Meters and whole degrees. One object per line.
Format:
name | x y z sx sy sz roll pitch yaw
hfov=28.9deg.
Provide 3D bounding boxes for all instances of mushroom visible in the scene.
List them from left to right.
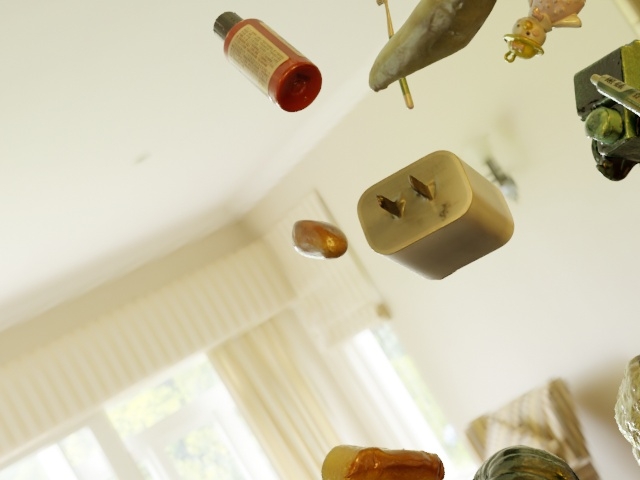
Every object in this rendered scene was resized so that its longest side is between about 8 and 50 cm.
mushroom | 0.189 -0.339 1.962 0.333 0.107 0.087 -51 5 46

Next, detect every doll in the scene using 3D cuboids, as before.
doll | 0.381 -0.384 2.099 0.207 0.129 0.081 -51 -26 7

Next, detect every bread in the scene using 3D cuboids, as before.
bread | 0.108 0.385 2.015 0.094 0.102 0.245 0 -11 43

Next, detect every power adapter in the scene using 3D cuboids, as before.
power adapter | 0.168 -0.044 1.933 0.187 0.124 0.255 -30 -27 20

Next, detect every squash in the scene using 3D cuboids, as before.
squash | 0.259 0.380 1.660 0.218 0.172 0.218 -48 -21 -25

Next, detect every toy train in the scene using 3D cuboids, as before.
toy train | 0.591 -0.218 2.183 0.299 0.238 0.167 12 -25 -31

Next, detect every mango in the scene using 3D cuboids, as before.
mango | 0.000 0.000 1.961 0.080 0.060 0.114 8 4 -27

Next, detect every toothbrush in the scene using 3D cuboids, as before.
toothbrush | 0.139 -0.367 2.349 0.024 0.257 0.018 -24 -16 37

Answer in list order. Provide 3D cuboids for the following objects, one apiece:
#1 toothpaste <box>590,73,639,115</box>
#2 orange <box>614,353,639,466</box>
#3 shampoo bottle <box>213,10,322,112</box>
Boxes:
toothpaste | 0.504 -0.226 1.996 0.049 0.204 0.031 -36 -50 -8
orange | 0.627 0.322 1.960 0.271 0.369 0.210 -62 -5 -61
shampoo bottle | -0.112 -0.349 2.334 0.104 0.278 0.104 -23 -45 -24
